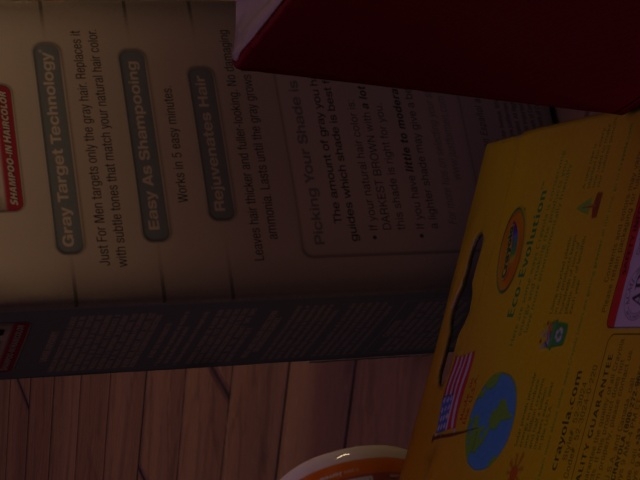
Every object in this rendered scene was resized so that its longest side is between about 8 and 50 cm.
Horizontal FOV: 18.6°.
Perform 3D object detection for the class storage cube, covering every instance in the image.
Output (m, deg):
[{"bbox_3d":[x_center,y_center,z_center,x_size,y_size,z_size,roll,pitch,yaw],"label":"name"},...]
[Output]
[{"bbox_3d":[0.077,-0.173,0.822,0.215,0.193,0.183,141,131,-65],"label":"storage cube"}]

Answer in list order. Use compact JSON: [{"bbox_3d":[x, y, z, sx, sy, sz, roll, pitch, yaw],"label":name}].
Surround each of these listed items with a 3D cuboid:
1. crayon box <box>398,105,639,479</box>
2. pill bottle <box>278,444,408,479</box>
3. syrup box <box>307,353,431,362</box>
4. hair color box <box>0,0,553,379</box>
[{"bbox_3d":[0.149,0.039,0.916,0.318,0.081,0.202,175,112,-71],"label":"crayon box"},{"bbox_3d":[0.041,0.252,1.272,0.121,0.121,0.216,112,149,-50],"label":"pill bottle"},{"bbox_3d":[0.000,0.000,1.402,0.237,0.093,0.096,-133,44,-62],"label":"syrup box"},{"bbox_3d":[-0.052,-0.032,1.121,0.113,0.374,0.185,126,138,-60],"label":"hair color box"}]
